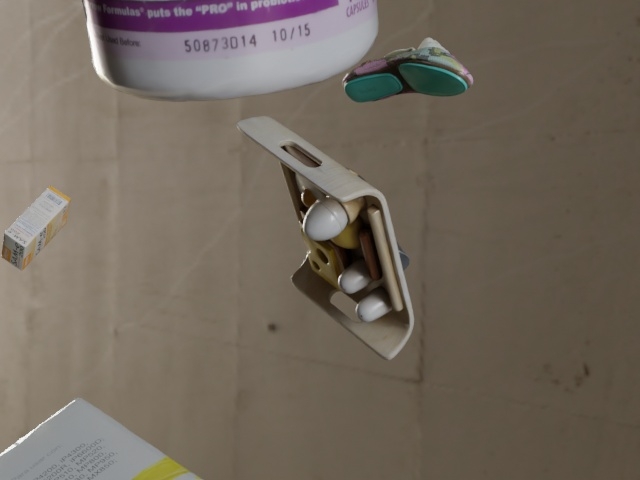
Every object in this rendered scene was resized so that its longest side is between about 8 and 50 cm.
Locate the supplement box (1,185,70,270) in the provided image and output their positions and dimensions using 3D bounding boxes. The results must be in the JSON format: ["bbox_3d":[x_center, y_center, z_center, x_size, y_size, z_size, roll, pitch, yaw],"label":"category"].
[{"bbox_3d":[-0.372,-0.016,1.606,0.036,0.098,0.062,33,-35,5],"label":"supplement box"}]

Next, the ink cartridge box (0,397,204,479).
[{"bbox_3d":[-0.097,0.319,0.918,0.385,0.160,0.279,20,-41,47],"label":"ink cartridge box"}]

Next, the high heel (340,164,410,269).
[{"bbox_3d":[0.025,-0.072,1.833,0.093,0.261,0.186,-39,-139,5],"label":"high heel"}]

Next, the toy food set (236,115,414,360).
[{"bbox_3d":[0.000,0.000,1.587,0.220,0.092,0.306,37,-26,40],"label":"toy food set"}]

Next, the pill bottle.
[{"bbox_3d":[-0.062,-0.239,0.648,0.169,0.169,0.301,26,-50,51],"label":"pill bottle"}]

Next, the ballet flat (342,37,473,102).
[{"bbox_3d":[0.127,-0.241,1.715,0.221,0.077,0.079,-2,-129,45],"label":"ballet flat"}]
